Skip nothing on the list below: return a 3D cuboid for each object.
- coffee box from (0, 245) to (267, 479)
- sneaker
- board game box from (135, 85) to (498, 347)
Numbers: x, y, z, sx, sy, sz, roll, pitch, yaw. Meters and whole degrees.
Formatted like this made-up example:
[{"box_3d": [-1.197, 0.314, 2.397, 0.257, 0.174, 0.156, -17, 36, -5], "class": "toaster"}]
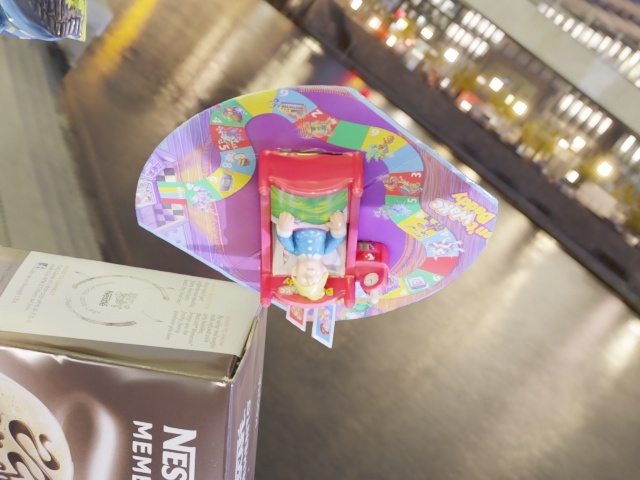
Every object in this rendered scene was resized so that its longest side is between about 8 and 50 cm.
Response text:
[{"box_3d": [-0.191, 0.105, 0.752, 0.297, 0.168, 0.119, 8, 27, 6], "class": "coffee box"}, {"box_3d": [-0.173, -0.142, 0.664, 0.059, 0.053, 0.144, 5, 0, -2], "class": "sneaker"}, {"box_3d": [0.000, 0.000, 0.528, 0.168, 0.133, 0.033, 33, 41, -35], "class": "board game box"}]
